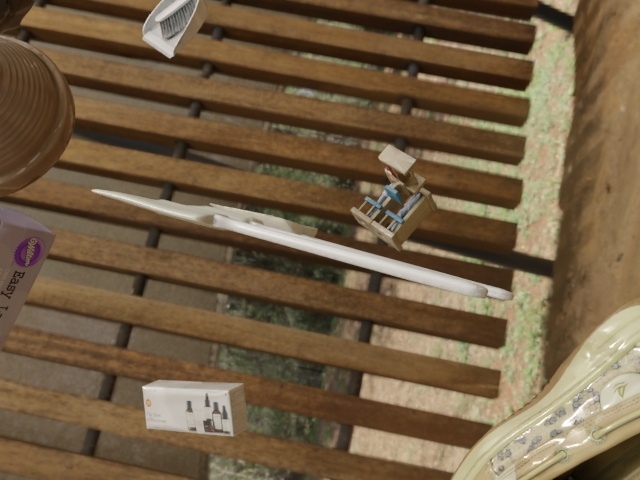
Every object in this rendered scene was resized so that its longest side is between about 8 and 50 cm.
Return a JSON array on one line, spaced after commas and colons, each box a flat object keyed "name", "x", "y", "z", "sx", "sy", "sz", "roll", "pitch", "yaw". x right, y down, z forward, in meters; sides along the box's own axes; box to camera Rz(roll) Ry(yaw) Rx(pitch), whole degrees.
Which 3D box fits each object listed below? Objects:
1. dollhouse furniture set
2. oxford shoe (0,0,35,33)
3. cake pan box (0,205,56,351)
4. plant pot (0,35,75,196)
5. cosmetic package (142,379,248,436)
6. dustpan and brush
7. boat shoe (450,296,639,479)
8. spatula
[{"name": "dollhouse furniture set", "x": 0.133, "y": -0.096, "z": 1.298, "sx": 0.129, "sy": 0.129, "sz": 0.184, "roll": -49, "pitch": -35, "yaw": -7}, {"name": "oxford shoe", "x": -0.530, "y": -0.352, "z": 1.003, "sx": 0.096, "sy": 0.227, "sz": 0.083, "roll": -33, "pitch": -67, "yaw": -50}, {"name": "cake pan box", "x": -0.397, "y": 0.066, "z": 0.560, "sx": 0.267, "sy": 0.070, "sz": 0.246, "roll": -63, "pitch": -26, "yaw": 1}, {"name": "plant pot", "x": -0.446, "y": -0.178, "z": 0.796, "sx": 0.110, "sy": 0.237, "sz": 0.237, "roll": 102, "pitch": 180, "yaw": -70}, {"name": "cosmetic package", "x": -0.272, "y": 0.356, "z": 1.348, "sx": 0.060, "sy": 0.239, "sz": 0.099, "roll": -5, "pitch": -91, "yaw": -61}, {"name": "dustpan and brush", "x": -0.241, "y": -0.443, "z": 1.157, "sx": 0.211, "sy": 0.147, "sz": 0.060, "roll": -44, "pitch": -42, "yaw": -7}, {"name": "boat shoe", "x": 0.190, "y": 0.171, "z": 0.473, "sx": 0.285, "sy": 0.104, "sz": 0.089, "roll": -59, "pitch": 32, "yaw": 20}, {"name": "spatula", "x": 0.000, "y": 0.000, "z": 0.408, "sx": 0.168, "sy": 0.242, "sz": 0.019, "roll": 16, "pitch": -92, "yaw": -65}]
